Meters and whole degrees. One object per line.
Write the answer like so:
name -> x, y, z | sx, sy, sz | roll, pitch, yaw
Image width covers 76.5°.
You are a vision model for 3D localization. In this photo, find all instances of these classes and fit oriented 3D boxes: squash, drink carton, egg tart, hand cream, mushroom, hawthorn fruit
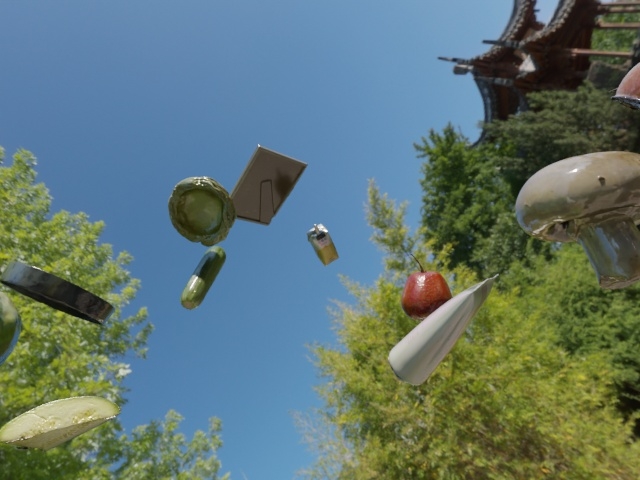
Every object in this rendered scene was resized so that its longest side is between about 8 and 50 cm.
squash -> -0.314, 0.094, 1.107 | 0.228, 0.066, 0.066 | -76, -19, -51
drink carton -> 0.000, 0.000, 1.483 | 0.084, 0.074, 0.199 | -29, -49, -6
egg tart -> -0.309, -0.084, 1.084 | 0.078, 0.197, 0.197 | -59, -21, -70
squash -> -0.734, 0.499, 1.163 | 0.252, 0.093, 0.169 | -26, -36, 0
hand cream -> 0.317, 0.227, 1.041 | 0.186, 0.118, 0.358 | -6, -43, -51
mushroom -> 0.594, -0.037, 0.890 | 0.293, 0.293, 0.289 | 22, -122, -53
hawthorn fruit -> 0.329, 0.149, 1.263 | 0.163, 0.163, 0.203 | 23, -114, -53

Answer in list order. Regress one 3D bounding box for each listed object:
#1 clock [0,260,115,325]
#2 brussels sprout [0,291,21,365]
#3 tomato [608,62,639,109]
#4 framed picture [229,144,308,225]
clock -> -0.533, 0.114, 0.829 | 0.215, 0.215, 0.041 | 54, -132, -49
brussels sprout -> -0.481, 0.132, 0.526 | 0.180, 0.144, 0.161 | -88, 9, -55
tomato -> 0.466, -0.196, 0.446 | 0.214, 0.180, 0.155 | 0, -57, -37
framed picture -> -0.197, -0.181, 1.426 | 0.211, 0.020, 0.289 | 13, -57, -41
